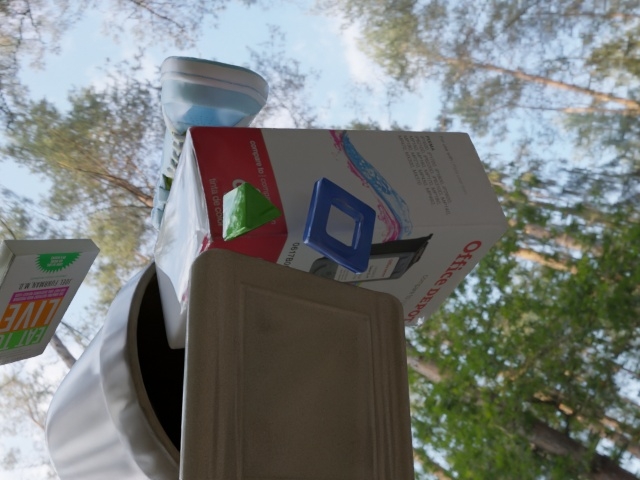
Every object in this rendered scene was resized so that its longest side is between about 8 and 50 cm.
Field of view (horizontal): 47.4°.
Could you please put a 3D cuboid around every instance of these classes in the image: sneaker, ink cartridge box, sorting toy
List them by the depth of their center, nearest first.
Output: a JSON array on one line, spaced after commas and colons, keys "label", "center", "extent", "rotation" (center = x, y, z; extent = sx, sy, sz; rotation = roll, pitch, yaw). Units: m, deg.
[{"label": "sorting toy", "center": [-0.017, 0.114, 0.540], "extent": [0.196, 0.047, 0.348], "rotation": [16, -117, -37]}, {"label": "ink cartridge box", "center": [0.000, 0.000, 0.755], "extent": [0.306, 0.131, 0.226], "rotation": [-1, -33, -22]}, {"label": "sneaker", "center": [-0.141, -0.091, 0.884], "extent": [0.127, 0.319, 0.208], "rotation": [9, -94, -6]}]

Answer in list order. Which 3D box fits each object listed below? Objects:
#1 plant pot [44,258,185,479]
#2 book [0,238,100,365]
[{"label": "plant pot", "center": [-0.191, 0.203, 0.922], "extent": [0.323, 0.280, 0.323], "rotation": [35, -141, -35]}, {"label": "book", "center": [-0.286, 0.059, 0.706], "extent": [0.096, 0.035, 0.144], "rotation": [-3, -48, -57]}]
